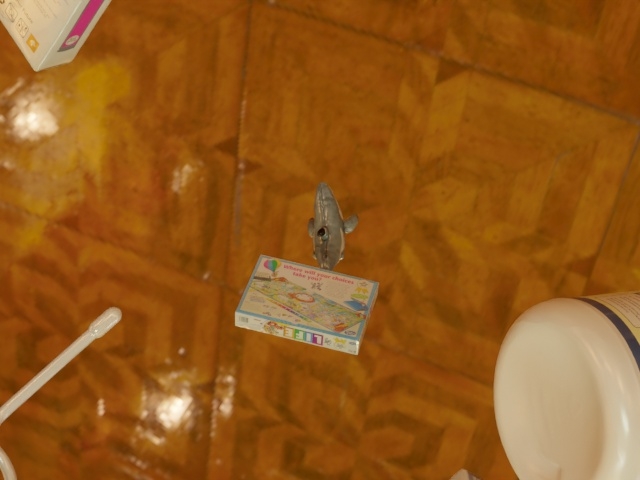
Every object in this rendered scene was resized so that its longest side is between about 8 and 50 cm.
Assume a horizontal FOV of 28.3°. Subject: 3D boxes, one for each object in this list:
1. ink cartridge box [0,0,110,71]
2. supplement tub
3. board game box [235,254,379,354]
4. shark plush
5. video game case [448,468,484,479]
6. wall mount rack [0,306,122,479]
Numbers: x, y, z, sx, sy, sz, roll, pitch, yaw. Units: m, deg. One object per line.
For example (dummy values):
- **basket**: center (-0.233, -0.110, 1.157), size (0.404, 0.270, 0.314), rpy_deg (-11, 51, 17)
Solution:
- **ink cartridge box**: center (-0.276, -0.369, 1.416), size (0.175, 0.069, 0.371), rpy_deg (55, 136, 9)
- **supplement tub**: center (0.382, 0.167, 1.393), size (0.325, 0.235, 0.235), rpy_deg (-5, 140, -26)
- **board game box**: center (-0.015, 0.077, 1.546), size (0.154, 0.103, 0.026), rpy_deg (13, 135, 9)
- **shark plush**: center (0.000, 0.000, 1.767), size (0.073, 0.161, 0.067), rpy_deg (6, 147, 17)
- **video game case**: center (0.167, 0.257, 0.821), size (0.183, 0.201, 0.023), rpy_deg (32, 113, -18)
- **wall mount rack**: center (-0.366, 0.110, 1.226), size (0.130, 0.304, 0.350), rpy_deg (-25, 114, 37)
